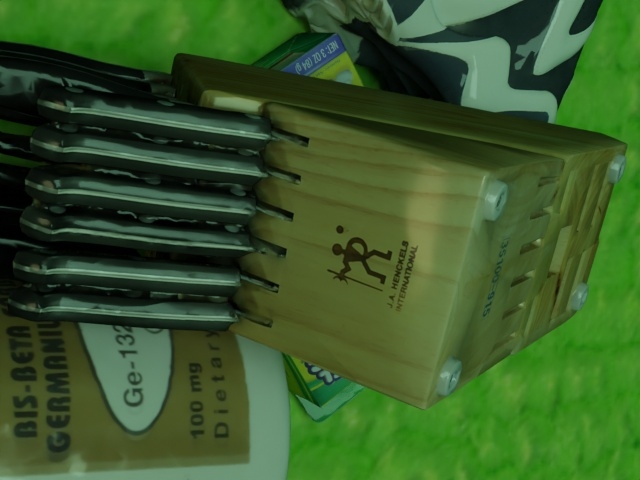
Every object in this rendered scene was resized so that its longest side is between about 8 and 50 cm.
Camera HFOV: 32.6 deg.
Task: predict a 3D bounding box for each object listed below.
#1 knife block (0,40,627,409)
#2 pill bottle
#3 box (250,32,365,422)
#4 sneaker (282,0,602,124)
[{"bbox_3d":[-0.024,-0.026,0.461,0.276,0.242,0.088,-15,122,-60],"label":"knife block"},{"bbox_3d":[-0.139,0.075,0.424,0.229,0.131,0.131,4,97,-31],"label":"pill bottle"},{"bbox_3d":[0.000,0.000,0.545,0.105,0.043,0.179,-38,116,-19],"label":"box"},{"bbox_3d":[0.064,-0.152,0.527,0.235,0.094,0.153,43,75,-29],"label":"sneaker"}]
